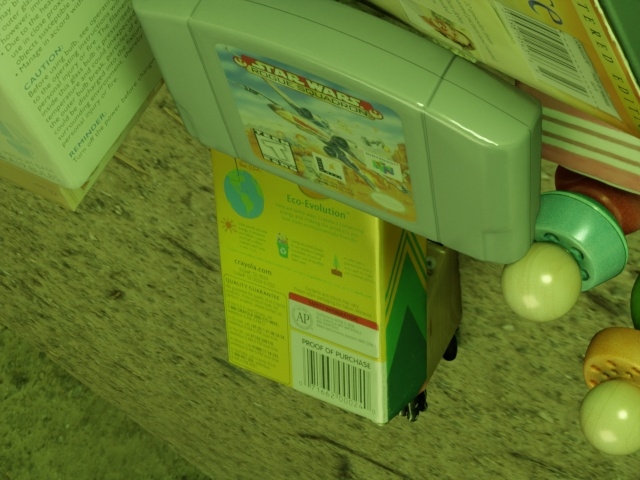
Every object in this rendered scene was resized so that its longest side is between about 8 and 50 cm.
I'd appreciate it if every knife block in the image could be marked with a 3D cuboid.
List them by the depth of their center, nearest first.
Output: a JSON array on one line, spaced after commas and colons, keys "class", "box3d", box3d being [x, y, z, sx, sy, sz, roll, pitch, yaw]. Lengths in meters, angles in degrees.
[{"class": "knife block", "box3d": [0.104, 0.077, 1.462, 0.088, 0.242, 0.275, 23, 113, 18]}]

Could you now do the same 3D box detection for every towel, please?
[{"class": "towel", "box3d": [0.204, -0.112, 0.908, 0.144, 0.029, 0.197, 22, 145, 21]}]

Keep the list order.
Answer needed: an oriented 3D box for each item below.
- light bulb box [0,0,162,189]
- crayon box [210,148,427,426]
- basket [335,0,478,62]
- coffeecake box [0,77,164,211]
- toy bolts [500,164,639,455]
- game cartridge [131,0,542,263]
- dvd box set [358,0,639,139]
[{"class": "light bulb box", "box3d": [-0.322, -0.271, 1.023, 0.358, 0.225, 0.361, 22, 158, 25]}, {"class": "crayon box", "box3d": [0.000, 0.000, 1.269, 0.202, 0.081, 0.318, 19, 125, 32]}, {"class": "basket", "box3d": [0.021, -0.153, 0.991, 0.167, 0.103, 0.113, 12, 153, 39]}, {"class": "coffeecake box", "box3d": [-0.252, -0.141, 1.278, 0.142, 0.185, 0.068, 23, 158, 21]}, {"class": "toy bolts", "box3d": [0.248, 0.047, 0.998, 0.228, 0.158, 0.218, 48, 150, -10]}, {"class": "game cartridge", "box3d": [0.011, -0.092, 0.924, 0.297, 0.062, 0.198, 23, 163, 20]}, {"class": "dvd box set", "box3d": [0.004, -0.220, 0.724, 0.420, 0.062, 0.307, 33, 174, 36]}]
